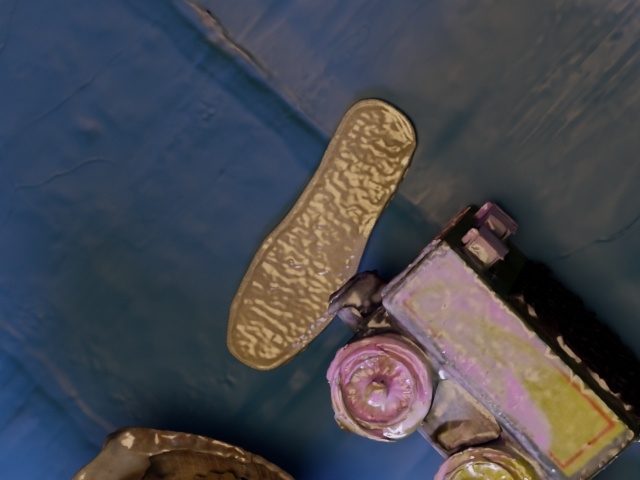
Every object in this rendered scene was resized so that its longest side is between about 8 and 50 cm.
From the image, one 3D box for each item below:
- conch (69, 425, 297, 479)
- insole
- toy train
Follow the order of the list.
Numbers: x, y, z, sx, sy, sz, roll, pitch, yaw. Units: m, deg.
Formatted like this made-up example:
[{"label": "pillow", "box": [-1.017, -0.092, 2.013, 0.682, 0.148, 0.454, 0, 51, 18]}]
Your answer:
[{"label": "conch", "box": [-0.104, 0.281, 1.562, 0.324, 0.186, 0.263, 3, 88, 1]}, {"label": "insole", "box": [0.000, 0.000, 1.542, 0.081, 0.011, 0.248, 31, 110, 7]}, {"label": "toy train", "box": [0.125, 0.108, 1.468, 0.261, 0.134, 0.177, 46, 111, 1]}]
